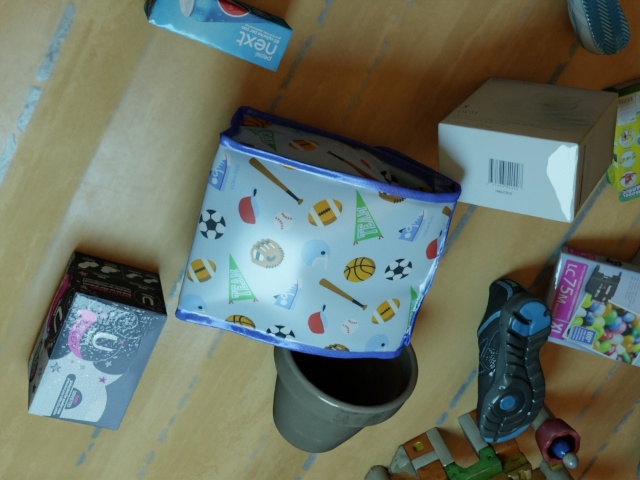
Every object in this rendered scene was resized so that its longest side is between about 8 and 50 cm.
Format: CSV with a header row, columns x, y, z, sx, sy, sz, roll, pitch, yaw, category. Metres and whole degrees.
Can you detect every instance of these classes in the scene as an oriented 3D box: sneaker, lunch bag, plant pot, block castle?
x,y,z,sx,sy,sz,roll,pitch,yaw,category
0.438,-0.416,1.520,0.087,0.092,0.229,-15,102,-6,sneaker
0.000,0.000,1.494,0.385,0.239,0.328,16,114,-1,lunch bag
0.368,0.238,1.819,0.125,0.140,0.341,0,114,-18,sneaker
0.018,0.267,1.686,0.263,0.263,0.229,7,132,-21,plant pot
0.344,0.548,1.944,0.453,0.213,0.303,-25,122,-3,block castle

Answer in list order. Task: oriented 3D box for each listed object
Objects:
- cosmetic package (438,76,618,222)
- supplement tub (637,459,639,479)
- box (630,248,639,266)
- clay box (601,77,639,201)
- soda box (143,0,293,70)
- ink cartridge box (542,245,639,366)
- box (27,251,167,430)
x,y,z,sx,sy,sz,roll,pitch,yaw,category
0.337,-0.156,1.495,0.224,0.224,0.138,-42,136,-48,cosmetic package
0.849,0.434,2.049,0.193,0.194,0.316,7,116,-21,supplement tub
0.673,0.097,1.867,0.113,0.094,0.275,18,111,-25,box
0.592,-0.188,1.709,0.127,0.053,0.222,-18,123,-7,clay box
-0.153,-0.330,1.391,0.210,0.067,0.071,17,112,-25,soda box
0.592,0.141,1.797,0.311,0.065,0.186,15,108,5,ink cartridge box
-0.379,0.171,1.552,0.163,0.142,0.247,17,111,-25,box
